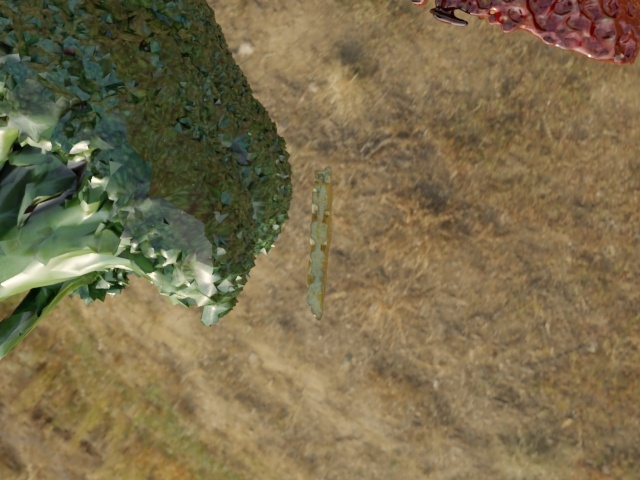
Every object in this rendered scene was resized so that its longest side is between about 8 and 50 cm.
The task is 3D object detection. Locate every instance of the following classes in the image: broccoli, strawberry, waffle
[{"bbox_3d":[-0.156,-0.052,0.602,0.308,0.275,0.308,35,172,6],"label":"broccoli"},{"bbox_3d":[0.172,-0.191,0.742,0.188,0.121,0.082,11,110,-19],"label":"strawberry"},{"bbox_3d":[0.000,0.000,1.276,0.032,0.191,0.125,4,123,0],"label":"waffle"}]
